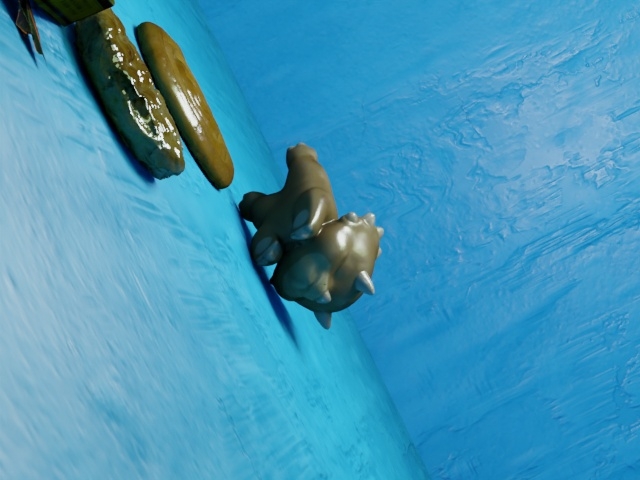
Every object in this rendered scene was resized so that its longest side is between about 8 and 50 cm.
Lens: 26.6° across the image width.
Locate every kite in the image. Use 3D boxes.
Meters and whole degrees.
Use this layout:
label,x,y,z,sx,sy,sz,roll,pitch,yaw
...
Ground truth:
label,x,y,z,sx,sy,sz,roll,pitch,yaw
kite,-0.275,-0.256,1.104,0.183,0.014,0.241,-118,-174,-75

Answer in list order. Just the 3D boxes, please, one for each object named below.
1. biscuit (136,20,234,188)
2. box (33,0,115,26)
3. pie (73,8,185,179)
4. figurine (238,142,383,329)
label,x,y,z,sx,sy,sz,roll,pitch,yaw
biscuit,-0.181,-0.190,1.873,0.262,0.037,0.262,62,4,-7
box,-0.243,-0.273,1.183,0.220,0.064,0.141,-114,-179,-87
pie,-0.191,-0.149,1.354,0.195,0.046,0.195,63,2,-3
figurine,-0.002,0.005,1.927,0.173,0.177,0.247,40,7,-28
